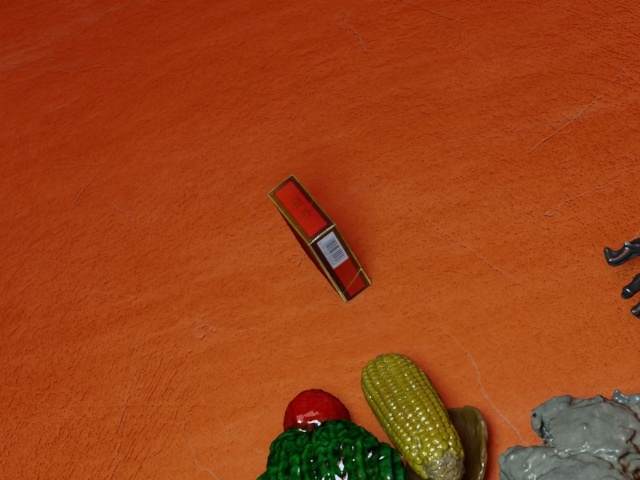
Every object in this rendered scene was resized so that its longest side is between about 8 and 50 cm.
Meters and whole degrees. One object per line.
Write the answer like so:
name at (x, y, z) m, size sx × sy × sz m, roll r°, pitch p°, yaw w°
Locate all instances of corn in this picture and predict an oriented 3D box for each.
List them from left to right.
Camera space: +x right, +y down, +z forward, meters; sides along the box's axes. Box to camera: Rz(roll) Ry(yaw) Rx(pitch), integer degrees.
corn at (0.158, 0.297, 1.960) m, size 0.119 × 0.119 × 0.322 m, roll -34°, pitch 38°, yaw -2°

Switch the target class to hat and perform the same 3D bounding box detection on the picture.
hat at (0.011, 0.377, 1.945) m, size 0.274 × 0.242 × 0.332 m, roll -6°, pitch 44°, yaw -2°

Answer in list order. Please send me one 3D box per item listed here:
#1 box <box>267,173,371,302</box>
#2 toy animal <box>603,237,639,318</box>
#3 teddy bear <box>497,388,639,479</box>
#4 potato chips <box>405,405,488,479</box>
box at (0.001, -0.001, 2.156) m, size 0.074 × 0.240 × 0.153 m, roll -40°, pitch 55°, yaw -6°
toy animal at (0.598, 0.081, 1.980) m, size 0.146 × 0.114 × 0.245 m, roll -42°, pitch 77°, yaw 0°
teddy bear at (0.434, 0.407, 1.807) m, size 0.357 × 0.224 × 0.367 m, roll 17°, pitch 53°, yaw 30°
potato chips at (0.220, 0.381, 1.957) m, size 0.150 × 0.049 × 0.202 m, roll -12°, pitch 48°, yaw 33°
